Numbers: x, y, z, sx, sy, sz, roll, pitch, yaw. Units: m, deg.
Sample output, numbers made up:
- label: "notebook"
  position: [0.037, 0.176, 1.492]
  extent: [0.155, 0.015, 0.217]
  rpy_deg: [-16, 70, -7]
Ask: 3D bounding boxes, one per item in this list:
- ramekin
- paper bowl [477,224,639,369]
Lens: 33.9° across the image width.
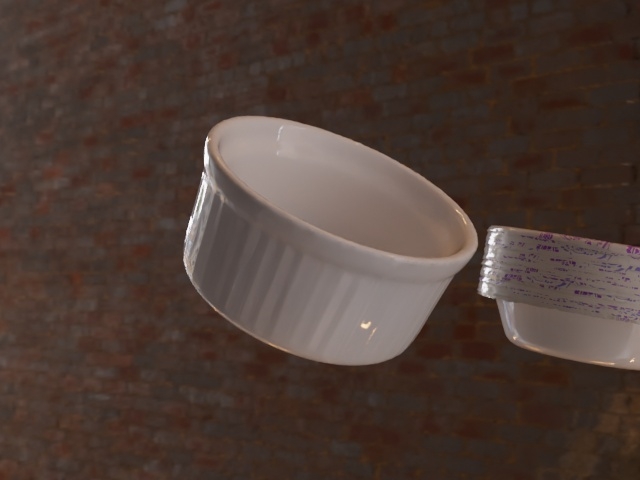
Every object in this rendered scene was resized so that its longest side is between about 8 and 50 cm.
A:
- label: "ramekin"
  position: [0.000, 0.000, 1.028]
  extent: [0.277, 0.277, 0.135]
  rpy_deg: [43, -60, 37]
- label: "paper bowl"
  position: [0.337, 0.073, 1.298]
  extent: [0.284, 0.284, 0.148]
  rpy_deg: [10, -90, 45]
